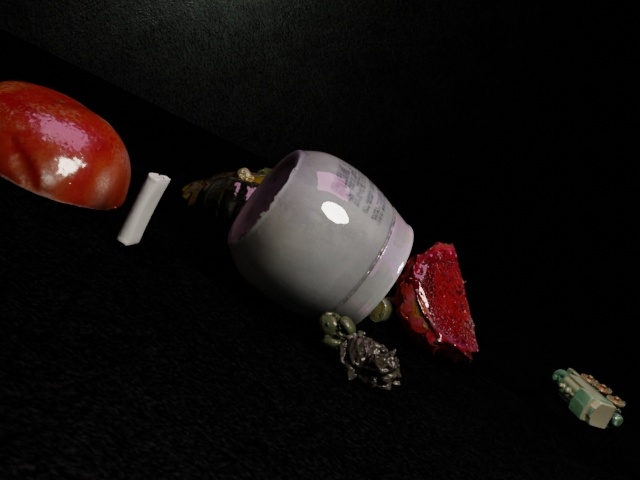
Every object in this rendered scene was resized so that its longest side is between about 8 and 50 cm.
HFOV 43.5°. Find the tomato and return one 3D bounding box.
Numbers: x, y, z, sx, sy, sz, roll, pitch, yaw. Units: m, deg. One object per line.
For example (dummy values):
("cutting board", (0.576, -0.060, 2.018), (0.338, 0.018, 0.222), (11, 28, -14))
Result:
("tomato", (-0.475, -0.183, 1.404), (0.338, 0.144, 0.338), (25, 10, -5))

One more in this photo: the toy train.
("toy train", (0.615, 0.362, 1.864), (0.125, 0.081, 0.194), (20, 14, -24))

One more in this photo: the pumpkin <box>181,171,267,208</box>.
("pumpkin", (-0.201, -0.125, 1.890), (0.254, 0.149, 0.130), (19, 21, -42))

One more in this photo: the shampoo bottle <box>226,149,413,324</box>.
("shampoo bottle", (0.000, 0.000, 1.401), (0.266, 0.273, 0.273), (38, 7, -14))

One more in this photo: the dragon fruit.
("dragon fruit", (0.231, 0.143, 1.671), (0.163, 0.262, 0.189), (-7, -26, -11))

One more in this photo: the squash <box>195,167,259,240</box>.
("squash", (-0.159, -0.058, 1.628), (0.193, 0.156, 0.193), (28, -16, 9))

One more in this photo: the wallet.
("wallet", (-0.284, -0.051, 1.292), (0.025, 0.122, 0.061), (31, 10, 13))

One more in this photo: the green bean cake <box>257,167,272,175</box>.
("green bean cake", (-0.070, -0.082, 2.087), (0.248, 0.125, 0.222), (24, 11, -25))

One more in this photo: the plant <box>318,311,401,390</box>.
("plant", (0.054, 0.171, 1.261), (0.174, 0.087, 0.085), (40, -16, 33))

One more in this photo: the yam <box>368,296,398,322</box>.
("yam", (0.136, 0.145, 1.694), (0.054, 0.054, 0.132), (32, 9, 22))
